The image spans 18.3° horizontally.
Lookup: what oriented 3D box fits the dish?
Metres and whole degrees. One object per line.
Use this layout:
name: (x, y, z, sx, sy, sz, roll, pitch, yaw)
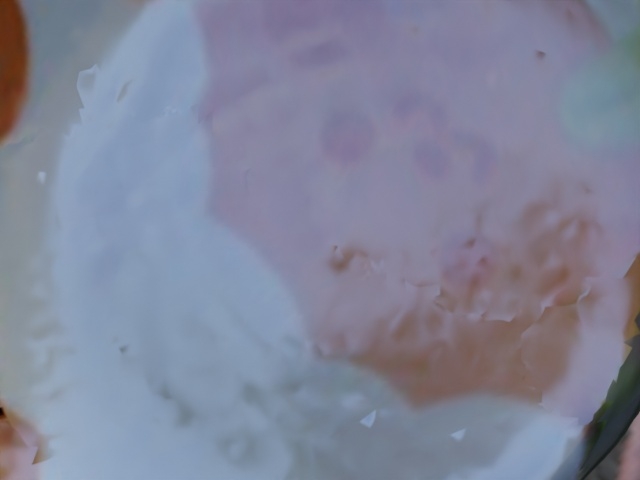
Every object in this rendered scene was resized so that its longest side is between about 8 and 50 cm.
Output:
dish: (0.000, 0.000, 0.515, 0.324, 0.324, 0.124, -45, -4, 12)
